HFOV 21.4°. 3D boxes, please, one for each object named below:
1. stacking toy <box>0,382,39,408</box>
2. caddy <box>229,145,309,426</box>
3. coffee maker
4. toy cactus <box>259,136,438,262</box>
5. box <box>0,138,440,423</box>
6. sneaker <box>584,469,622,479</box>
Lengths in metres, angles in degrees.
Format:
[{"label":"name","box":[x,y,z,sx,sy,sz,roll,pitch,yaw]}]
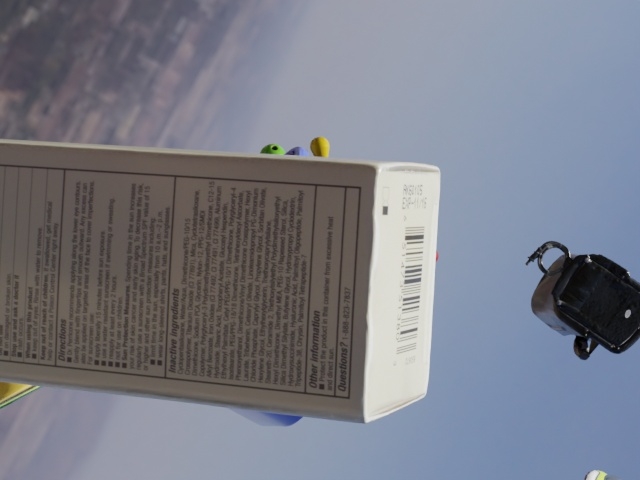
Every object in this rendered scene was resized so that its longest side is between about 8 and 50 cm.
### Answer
[{"label":"stacking toy","box":[-0.353,0.111,1.411,0.309,0.130,0.279,-27,179,-7]},{"label":"caddy","box":[-0.063,0.039,1.619,0.241,0.179,0.341,-61,-171,-13]},{"label":"coffee maker","box":[0.342,0.063,2.221,0.120,0.171,0.178,-33,-178,-4]},{"label":"toy cactus","box":[0.000,0.000,1.819,0.180,0.219,0.112,-50,-172,13]},{"label":"box","box":[-0.097,0.016,0.997,0.121,0.311,0.148,-6,101,-70]},{"label":"sneaker","box":[0.356,0.365,1.979,0.300,0.121,0.111,-71,173,-70]}]
